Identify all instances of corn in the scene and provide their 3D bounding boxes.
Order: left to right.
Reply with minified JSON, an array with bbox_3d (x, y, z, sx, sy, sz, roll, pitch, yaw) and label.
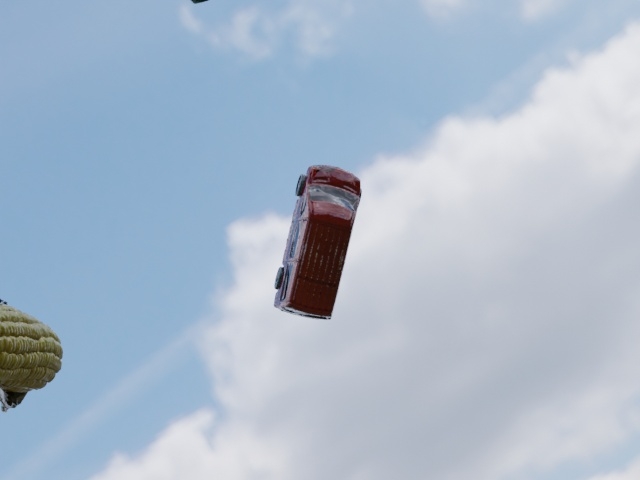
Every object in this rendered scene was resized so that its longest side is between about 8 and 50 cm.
[{"bbox_3d":[-0.412,0.137,2.443,0.122,0.123,0.305,-56,-13,-1],"label":"corn"}]

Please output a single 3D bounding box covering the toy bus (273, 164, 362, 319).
[{"bbox_3d":[0.000,0.000,2.455,0.081,0.195,0.089,14,-5,-8],"label":"toy bus"}]

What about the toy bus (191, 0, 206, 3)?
[{"bbox_3d":[-0.101,-0.410,2.280,0.128,0.147,0.256,-17,35,37],"label":"toy bus"}]
